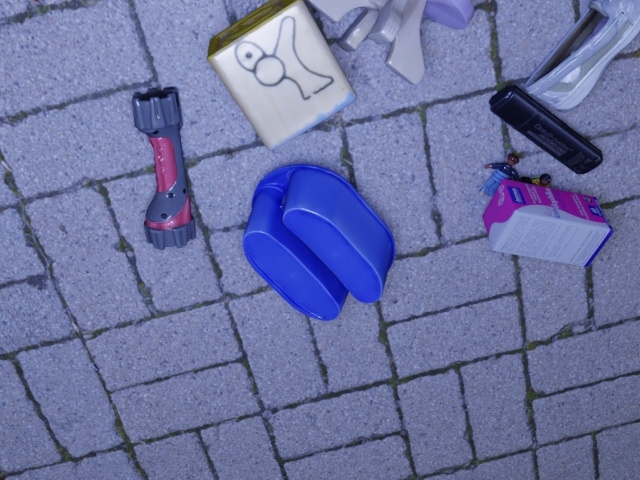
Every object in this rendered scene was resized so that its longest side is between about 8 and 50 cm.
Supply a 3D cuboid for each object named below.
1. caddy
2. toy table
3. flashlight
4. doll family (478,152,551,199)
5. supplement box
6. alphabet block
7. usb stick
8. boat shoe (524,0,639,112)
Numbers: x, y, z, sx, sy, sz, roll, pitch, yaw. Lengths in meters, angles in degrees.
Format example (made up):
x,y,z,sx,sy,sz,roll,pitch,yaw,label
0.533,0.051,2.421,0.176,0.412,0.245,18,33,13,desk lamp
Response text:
x,y,z,sx,sy,sz,roll,pitch,yaw,label
0.000,0.000,1.401,0.241,0.179,0.341,-26,119,32,caddy
0.118,-0.407,1.193,0.274,0.252,0.161,33,92,-8,toy table
-0.311,-0.136,1.332,0.103,0.103,0.304,-5,117,-2,flashlight
0.433,-0.111,1.456,0.193,0.076,0.111,15,132,-20,doll family
0.462,-0.035,1.404,0.220,0.111,0.114,8,132,-11,supplement box
-0.071,-0.310,1.228,0.192,0.193,0.197,-30,116,6,alphabet block
0.469,-0.226,1.414,0.278,0.045,0.077,30,140,-19,usb stick
0.522,-0.402,1.309,0.103,0.118,0.320,22,119,-18,boat shoe
